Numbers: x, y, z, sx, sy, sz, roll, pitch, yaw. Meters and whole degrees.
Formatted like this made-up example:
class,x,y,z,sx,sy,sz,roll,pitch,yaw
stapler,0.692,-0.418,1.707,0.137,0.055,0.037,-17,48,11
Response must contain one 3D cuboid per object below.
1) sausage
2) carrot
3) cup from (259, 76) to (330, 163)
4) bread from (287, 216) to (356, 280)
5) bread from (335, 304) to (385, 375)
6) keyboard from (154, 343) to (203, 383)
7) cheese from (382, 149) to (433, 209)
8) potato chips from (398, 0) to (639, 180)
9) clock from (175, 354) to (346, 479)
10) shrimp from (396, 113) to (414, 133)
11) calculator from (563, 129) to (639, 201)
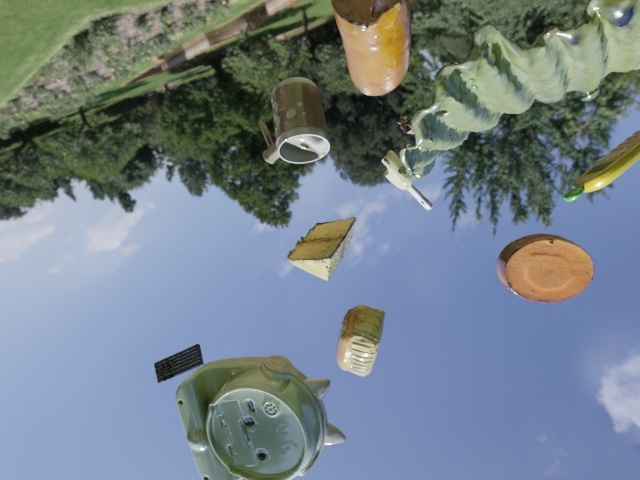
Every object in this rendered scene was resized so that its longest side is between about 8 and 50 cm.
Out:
class,x,y,z,sx,sy,sz,roll,pitch,yaw
sausage,0.082,-0.284,0.638,0.109,0.108,0.270,-18,176,9
carrot,0.772,0.101,1.502,0.307,0.258,0.100,13,-155,5
cup,-0.036,-0.163,0.623,0.074,0.099,0.102,2,158,-27
bread,0.000,0.000,1.522,0.178,0.135,0.240,22,-132,15
bread,0.099,0.257,1.139,0.106,0.236,0.140,15,-127,8
keyboard,-0.398,0.345,1.224,0.204,0.061,0.013,-27,162,30
cheese,0.283,-0.189,1.434,0.050,0.235,0.127,-46,-179,-8
potato chips,0.269,-0.204,0.619,0.373,0.097,0.389,-25,177,10
clock,-0.119,0.370,0.899,0.324,0.265,0.108,-14,-174,17
shrimp,0.289,-0.319,1.241,0.133,0.053,0.236,24,-162,26
calculator,0.606,-0.159,0.907,0.235,0.032,0.146,-43,174,10
